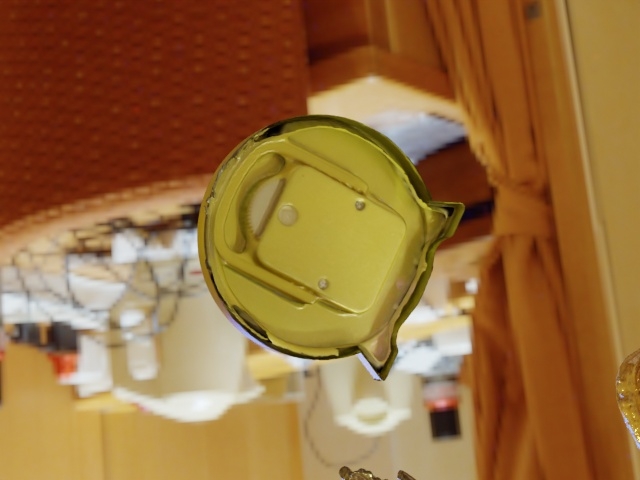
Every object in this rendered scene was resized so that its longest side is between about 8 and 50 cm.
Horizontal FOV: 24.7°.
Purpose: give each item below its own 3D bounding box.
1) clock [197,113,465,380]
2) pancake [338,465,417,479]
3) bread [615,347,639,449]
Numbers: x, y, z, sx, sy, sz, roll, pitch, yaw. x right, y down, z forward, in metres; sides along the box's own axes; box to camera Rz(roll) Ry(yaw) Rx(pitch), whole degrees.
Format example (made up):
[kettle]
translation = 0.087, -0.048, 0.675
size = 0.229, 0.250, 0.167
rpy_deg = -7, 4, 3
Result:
[clock]
translation = -0.003, -0.001, 1.665
size = 0.293, 0.277, 0.071
rpy_deg = 35, 167, -17
[pancake]
translation = 0.095, 0.342, 1.992
size = 0.191, 0.020, 0.184
rpy_deg = 20, 154, 33
[bread]
translation = 0.570, 0.256, 2.273
size = 0.198, 0.236, 0.120
rpy_deg = -25, -177, 18
